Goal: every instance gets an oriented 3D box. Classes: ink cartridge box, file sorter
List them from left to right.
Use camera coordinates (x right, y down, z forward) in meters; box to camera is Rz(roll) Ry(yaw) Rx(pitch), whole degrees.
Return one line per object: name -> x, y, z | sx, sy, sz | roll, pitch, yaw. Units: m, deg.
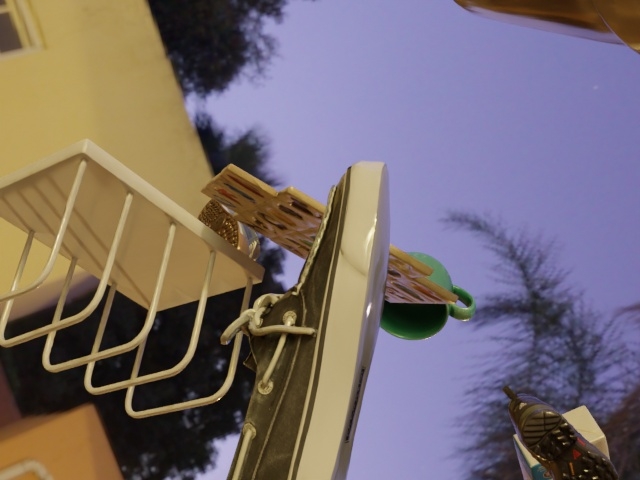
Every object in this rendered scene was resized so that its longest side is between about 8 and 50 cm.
file sorter -> -0.235, 0.056, 1.113 | 0.192, 0.277, 0.173 | -17, -131, 36
ink cartridge box -> 0.415, 0.400, 1.698 | 0.078, 0.134, 0.231 | -115, -176, -53

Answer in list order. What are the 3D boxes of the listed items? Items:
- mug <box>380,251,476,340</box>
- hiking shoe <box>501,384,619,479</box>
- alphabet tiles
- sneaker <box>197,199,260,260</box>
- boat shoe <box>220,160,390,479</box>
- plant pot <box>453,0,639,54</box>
mug -> 0.162, 0.091, 1.658 | 0.157, 0.097, 0.129 | 37, -57, -10
hiking shoe -> 0.335, 0.286, 1.406 | 0.227, 0.086, 0.114 | 53, 4, -28
alphabet tiles -> 0.000, 0.000, 1.166 | 0.285, 0.011, 0.342 | 31, -10, -11
sneaker -> -0.118, 0.004, 1.481 | 0.086, 0.064, 0.192 | 36, 9, -29
boat shoe -> -0.016, 0.082, 0.761 | 0.113, 0.104, 0.306 | 39, 61, -77
plant pot -> 0.265, -0.325, 0.983 | 0.280, 0.323, 0.323 | 5, -67, 50
